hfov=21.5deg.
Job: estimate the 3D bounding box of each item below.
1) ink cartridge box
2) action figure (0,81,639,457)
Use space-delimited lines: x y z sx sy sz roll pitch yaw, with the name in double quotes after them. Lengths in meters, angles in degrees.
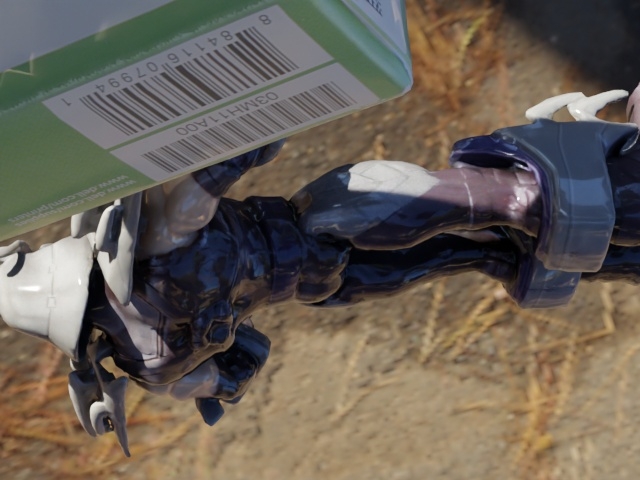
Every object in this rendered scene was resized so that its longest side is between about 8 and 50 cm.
-0.072 -0.122 0.436 0.056 0.171 0.235 35 44 -52 "ink cartridge box"
0.000 0.000 0.671 0.285 0.185 0.099 -8 59 -16 "action figure"
